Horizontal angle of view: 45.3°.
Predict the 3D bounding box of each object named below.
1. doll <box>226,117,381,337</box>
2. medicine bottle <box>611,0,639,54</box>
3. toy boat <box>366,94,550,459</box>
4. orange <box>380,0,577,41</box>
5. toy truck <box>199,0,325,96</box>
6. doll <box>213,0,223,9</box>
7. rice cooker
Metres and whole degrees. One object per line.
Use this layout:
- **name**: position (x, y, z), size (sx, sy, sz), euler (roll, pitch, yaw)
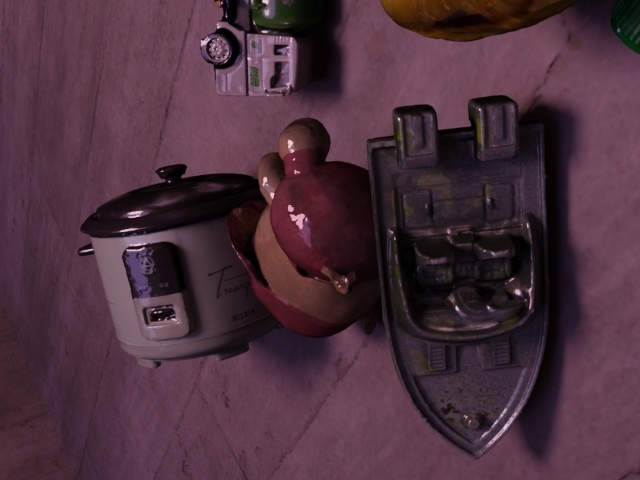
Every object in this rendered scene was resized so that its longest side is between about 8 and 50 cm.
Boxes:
- **doll**: position (0.003, -0.002, 0.789), size (0.196, 0.152, 0.256), euler (52, 152, 14)
- **medicine bottle**: position (0.265, -0.224, 0.398), size (0.111, 0.076, 0.309), euler (63, 146, 28)
- **toy boat**: position (0.122, 0.042, 0.650), size (0.092, 0.141, 0.319), euler (-89, -7, -74)
- **orange**: position (0.091, -0.287, 0.500), size (0.368, 0.210, 0.270), euler (45, 143, 33)
- **toy truck**: position (-0.056, -0.273, 0.804), size (0.125, 0.101, 0.242), euler (5, 110, 11)
- **doll**: position (-0.092, -0.293, 0.908), size (0.113, 0.076, 0.078), euler (49, 154, -15)
- **rice cooker**: position (-0.162, 0.018, 0.957), size (0.281, 0.241, 0.226), euler (-7, 102, 16)
